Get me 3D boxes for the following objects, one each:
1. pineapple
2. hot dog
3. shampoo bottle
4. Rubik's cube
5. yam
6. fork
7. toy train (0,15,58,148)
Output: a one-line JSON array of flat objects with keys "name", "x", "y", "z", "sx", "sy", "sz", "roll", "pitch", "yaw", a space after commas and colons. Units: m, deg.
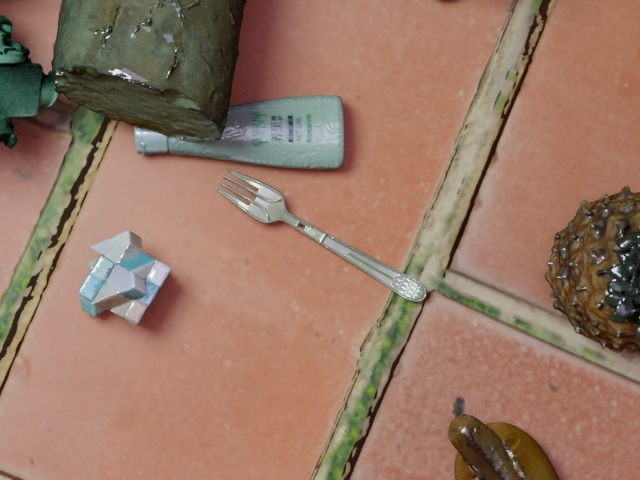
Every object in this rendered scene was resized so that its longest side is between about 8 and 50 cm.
[{"name": "pineapple", "x": 0.284, "y": 0.019, "z": 1.174, "sx": 0.158, "sy": 0.279, "sz": 0.158, "roll": 0, "pitch": 85, "yaw": -1}, {"name": "hot dog", "x": 0.169, "y": 0.215, "z": 1.258, "sx": 0.090, "sy": 0.060, "sz": 0.140, "roll": -27, "pitch": 85, "yaw": -10}, {"name": "shampoo bottle", "x": -0.074, "y": -0.099, "z": 1.271, "sx": 0.190, "sy": 0.041, "sz": 0.069, "roll": -1, "pitch": 88, "yaw": -4}, {"name": "Rubik's cube", "x": -0.180, "y": 0.032, "z": 1.235, "sx": 0.073, "sy": 0.084, "sz": 0.075, "roll": 31, "pitch": 68, "yaw": -6}, {"name": "yam", "x": -0.136, "y": -0.245, "z": 1.201, "sx": 0.168, "sy": 0.168, "sz": 0.304, "roll": 8, "pitch": 74, "yaw": -4}, {"name": "fork", "x": 0.001, "y": -0.001, "z": 1.276, "sx": 0.219, "sy": 0.028, "sz": 0.034, "roll": 31, "pitch": 81, "yaw": -1}, {"name": "toy train", "x": -0.349, "y": -0.143, "z": 1.142, "sx": 0.269, "sy": 0.154, "sz": 0.115, "roll": -9, "pitch": 117, "yaw": -45}]
